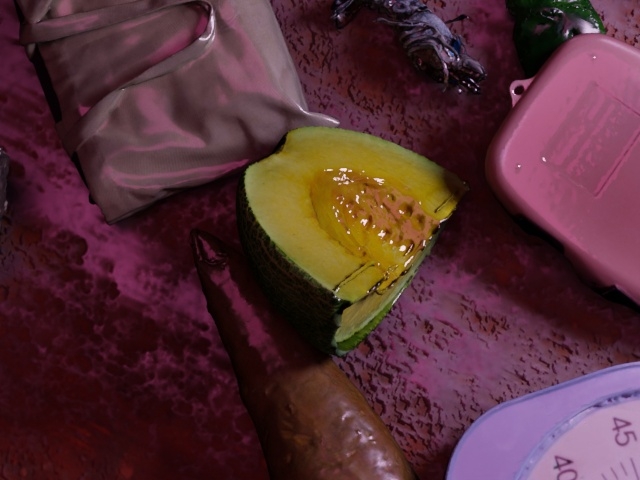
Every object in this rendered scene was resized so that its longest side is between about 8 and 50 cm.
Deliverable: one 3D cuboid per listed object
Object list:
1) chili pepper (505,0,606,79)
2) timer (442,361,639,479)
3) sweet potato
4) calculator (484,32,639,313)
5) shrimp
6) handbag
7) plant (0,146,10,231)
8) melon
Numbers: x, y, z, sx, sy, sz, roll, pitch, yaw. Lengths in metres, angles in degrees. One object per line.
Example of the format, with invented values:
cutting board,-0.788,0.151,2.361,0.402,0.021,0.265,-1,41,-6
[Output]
chili pepper,0.231,-0.148,1.776,0.098,0.061,0.224,-7,78,-4
timer,0.314,0.283,1.640,0.395,0.173,0.395,-1,79,4
sweet potato,-0.004,0.175,1.700,0.130,0.130,0.423,-29,77,-1
calculator,0.308,-0.048,1.729,0.329,0.048,0.220,35,85,-3
shrimp,0.093,-0.201,1.785,0.174,0.082,0.076,32,88,16
handbag,-0.158,-0.197,1.785,0.253,0.109,0.316,-25,85,3
plant,-0.388,0.025,1.745,0.146,0.149,0.274,22,88,-19
melon,0.000,0.000,1.710,0.169,0.265,0.129,35,128,11
